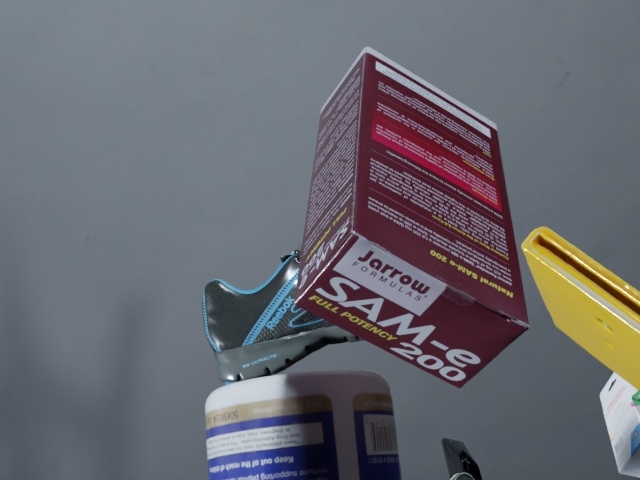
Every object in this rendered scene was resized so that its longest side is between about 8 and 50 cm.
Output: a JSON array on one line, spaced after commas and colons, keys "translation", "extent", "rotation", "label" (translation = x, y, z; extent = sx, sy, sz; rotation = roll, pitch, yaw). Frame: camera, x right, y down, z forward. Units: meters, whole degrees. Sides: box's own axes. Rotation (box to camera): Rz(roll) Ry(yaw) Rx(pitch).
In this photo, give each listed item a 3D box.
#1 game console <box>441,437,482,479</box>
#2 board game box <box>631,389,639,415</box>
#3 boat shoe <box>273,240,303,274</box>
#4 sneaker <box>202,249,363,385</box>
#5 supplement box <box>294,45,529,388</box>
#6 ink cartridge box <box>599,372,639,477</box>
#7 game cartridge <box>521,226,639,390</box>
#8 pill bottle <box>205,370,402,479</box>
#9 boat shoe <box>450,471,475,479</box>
[{"translation": [0.364, 0.652, 2.165], "extent": [0.044, 0.213, 0.361], "rotation": [-15, 92, -5], "label": "game console"}, {"translation": [0.478, 0.306, 0.973], "extent": [0.046, 0.213, 0.317], "rotation": [-33, 104, -18], "label": "board game box"}, {"translation": [0.000, 0.000, 1.759], "extent": [0.228, 0.069, 0.081], "rotation": [-52, 165, -13], "label": "boat shoe"}, {"translation": [0.019, 0.064, 1.132], "extent": [0.341, 0.125, 0.139], "rotation": [-19, 85, -11], "label": "sneaker"}, {"translation": [0.062, -0.027, 0.637], "extent": [0.130, 0.239, 0.073], "rotation": [28, 124, -15], "label": "supplement box"}, {"translation": [0.566, 0.320, 1.640], "extent": [0.062, 0.181, 0.104], "rotation": [12, 129, -7], "label": "ink cartridge box"}, {"translation": [0.440, 0.135, 1.339], "extent": [0.052, 0.285, 0.323], "rotation": [-47, 146, -3], "label": "game cartridge"}, {"translation": [-0.007, 0.242, 0.705], "extent": [0.153, 0.153, 0.264], "rotation": [0, 73, -19], "label": "pill bottle"}, {"translation": [0.283, 0.589, 1.904], "extent": [0.084, 0.233, 0.079], "rotation": [27, 147, 0], "label": "boat shoe"}]
